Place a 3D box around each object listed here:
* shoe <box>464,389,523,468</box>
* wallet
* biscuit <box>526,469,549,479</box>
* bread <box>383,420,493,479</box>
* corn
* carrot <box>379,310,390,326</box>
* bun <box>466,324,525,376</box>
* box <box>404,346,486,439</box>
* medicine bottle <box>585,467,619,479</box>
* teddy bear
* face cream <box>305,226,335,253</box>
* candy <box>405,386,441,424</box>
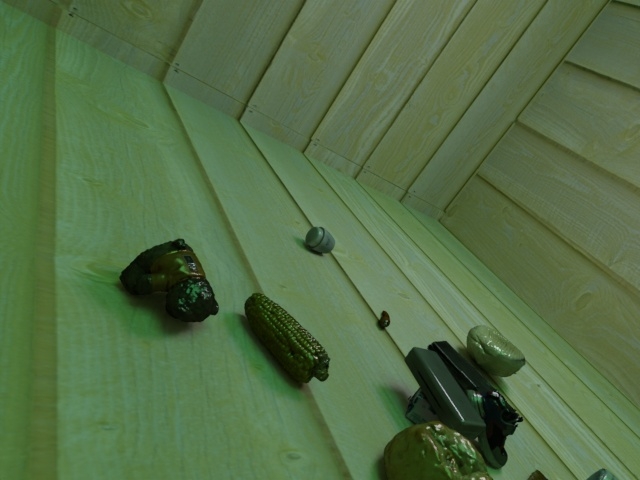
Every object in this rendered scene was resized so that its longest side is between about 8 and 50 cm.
[{"bbox_3d":[0.454,0.469,1.243,0.099,0.125,0.228,-77,143,-72],"label":"shoe"},{"bbox_3d":[0.489,0.452,1.581,0.317,0.044,0.169,46,17,27],"label":"wallet"},{"bbox_3d":[0.621,0.697,1.221,0.237,0.026,0.131,46,23,28],"label":"biscuit"},{"bbox_3d":[0.249,0.468,0.975,0.244,0.134,0.244,29,22,-13],"label":"bread"},{"bbox_3d":[-0.079,0.219,1.090,0.261,0.097,0.097,40,19,25],"label":"corn"},{"bbox_3d":[0.214,0.259,1.604,0.035,0.035,0.142,36,11,3],"label":"carrot"},{"bbox_3d":[0.625,0.415,1.770,0.220,0.134,0.220,27,18,-10],"label":"bun"},{"bbox_3d":[0.302,0.372,1.200,0.103,0.055,0.244,20,24,-32],"label":"box"},{"bbox_3d":[0.783,0.717,1.289,0.168,0.135,0.135,46,21,27],"label":"medicine bottle"},{"bbox_3d":[-0.289,0.088,1.000,0.190,0.140,0.177,50,19,18],"label":"teddy bear"},{"bbox_3d":[0.000,0.000,1.785,0.095,0.091,0.091,32,17,-34],"label":"face cream"},{"bbox_3d":[0.297,0.443,1.217,0.160,0.073,0.092,37,16,7],"label":"candy"}]
